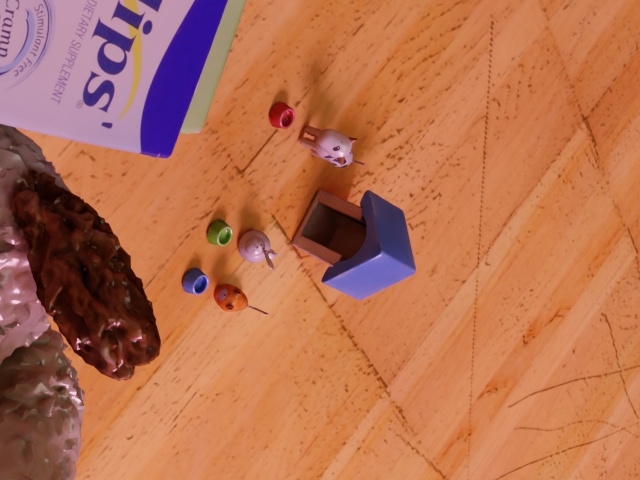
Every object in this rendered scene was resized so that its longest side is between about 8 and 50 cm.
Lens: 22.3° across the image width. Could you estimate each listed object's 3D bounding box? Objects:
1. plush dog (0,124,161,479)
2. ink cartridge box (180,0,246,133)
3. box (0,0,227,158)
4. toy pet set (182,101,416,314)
[{"bbox_3d":[-0.171,0.037,0.658,0.210,0.262,0.225,-68,176,-57],"label":"plush dog"},{"bbox_3d":[-0.096,-0.238,0.647,0.207,0.119,0.353,10,103,-51],"label":"ink cartridge box"},{"bbox_3d":[-0.098,-0.107,0.564,0.137,0.072,0.126,10,105,-51],"label":"box"},{"bbox_3d":[0.000,0.000,0.944,0.114,0.065,0.122,29,88,-53],"label":"toy pet set"}]
